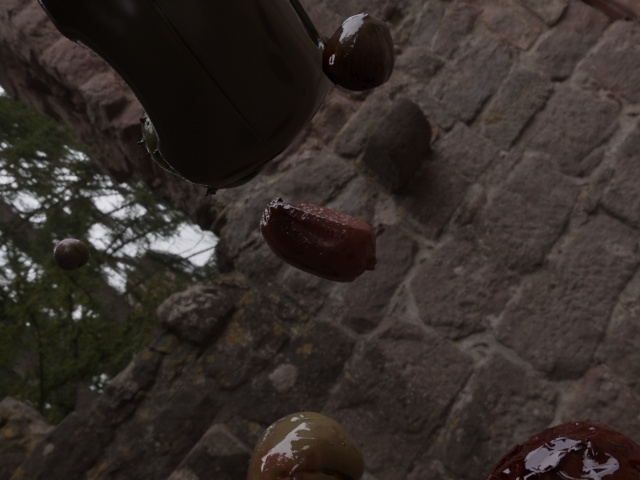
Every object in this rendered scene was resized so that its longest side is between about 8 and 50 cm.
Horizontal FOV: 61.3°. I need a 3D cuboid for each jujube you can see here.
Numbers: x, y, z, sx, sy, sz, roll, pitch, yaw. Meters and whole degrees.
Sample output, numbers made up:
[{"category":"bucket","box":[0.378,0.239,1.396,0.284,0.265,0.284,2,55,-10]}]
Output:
[{"category":"jujube","box":[0.243,0.328,0.573,0.290,0.197,0.197,-48,-11,-8]}]

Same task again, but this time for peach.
[{"category":"peach","box":[-0.611,0.033,1.322,0.083,0.083,0.083,-51,-11,-14]},{"category":"peach","box":[-0.036,0.497,1.102,0.292,0.248,0.292,0,-90,-67]}]

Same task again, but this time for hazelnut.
[{"category":"hazelnut","box":[0.042,-0.197,0.571,0.086,0.086,0.086,-51,-11,-14]}]

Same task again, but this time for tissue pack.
[{"category":"tissue pack","box":[-0.158,-0.291,0.754,0.277,0.387,0.267,-32,17,19]}]

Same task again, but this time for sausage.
[{"category":"sausage","box":[0.000,0.000,1.114,0.148,0.255,0.148,18,-90,-74]}]

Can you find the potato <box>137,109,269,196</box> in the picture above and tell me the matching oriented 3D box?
[{"category":"potato","box":[-0.171,-0.266,1.043,0.270,0.219,0.359,37,-95,-44]}]
